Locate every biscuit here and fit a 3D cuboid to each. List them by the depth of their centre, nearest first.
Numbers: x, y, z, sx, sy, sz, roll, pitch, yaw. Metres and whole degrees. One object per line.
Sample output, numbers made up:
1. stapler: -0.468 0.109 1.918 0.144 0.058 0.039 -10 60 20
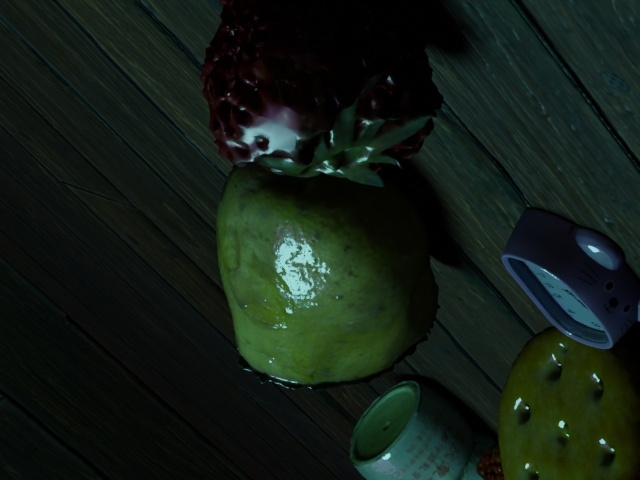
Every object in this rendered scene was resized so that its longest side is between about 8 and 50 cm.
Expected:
1. biscuit: 0.253 0.184 1.876 0.066 0.220 0.220 4 -177 -31

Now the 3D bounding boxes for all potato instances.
1. potato: 0.000 0.000 1.920 0.229 0.229 0.266 29 149 23

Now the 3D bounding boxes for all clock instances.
1. clock: 0.234 0.041 1.759 0.110 0.050 0.152 19 158 48

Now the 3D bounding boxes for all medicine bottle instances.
1. medicine bottle: 0.132 0.273 2.537 0.143 0.147 0.147 39 165 -20

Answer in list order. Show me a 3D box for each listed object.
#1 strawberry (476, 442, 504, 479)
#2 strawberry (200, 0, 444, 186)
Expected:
1. strawberry: 0.298 0.295 2.343 0.236 0.106 0.175 25 -163 12
2. strawberry: -0.007 -0.141 1.526 0.184 0.187 0.201 100 154 -68
